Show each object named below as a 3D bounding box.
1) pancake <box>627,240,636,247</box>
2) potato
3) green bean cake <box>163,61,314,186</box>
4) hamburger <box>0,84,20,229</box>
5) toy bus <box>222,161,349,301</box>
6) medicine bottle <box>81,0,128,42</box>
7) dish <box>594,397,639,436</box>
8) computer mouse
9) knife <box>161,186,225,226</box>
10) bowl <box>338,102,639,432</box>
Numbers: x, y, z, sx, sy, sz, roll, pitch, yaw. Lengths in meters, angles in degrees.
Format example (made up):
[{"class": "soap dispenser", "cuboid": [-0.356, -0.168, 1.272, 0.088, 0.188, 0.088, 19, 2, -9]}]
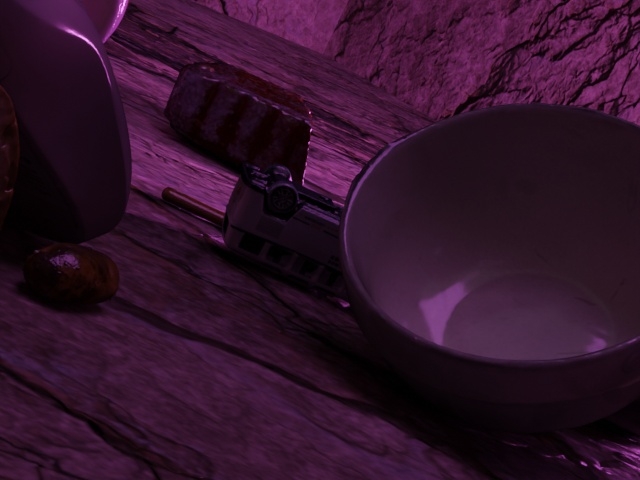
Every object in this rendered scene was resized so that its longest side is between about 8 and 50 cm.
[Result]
[{"class": "pancake", "cuboid": [0.339, 0.032, 1.554, 0.356, 0.065, 0.356, 42, -3, 3]}, {"class": "potato", "cuboid": [-0.171, 0.022, 1.096, 0.051, 0.040, 0.083, 36, 15, 22]}, {"class": "green bean cake", "cuboid": [-0.083, -0.146, 1.982, 0.198, 0.097, 0.232, 26, 10, 4]}, {"class": "hamburger", "cuboid": [-0.276, -0.065, 1.007, 0.135, 0.155, 0.207, 25, 2, -32]}, {"class": "toy bus", "cuboid": [0.000, 0.000, 1.484, 0.194, 0.089, 0.087, 24, 12, -14]}, {"class": "medicine bottle", "cuboid": [-0.338, -0.329, 1.928, 0.219, 0.219, 0.388, 24, 9, -13]}, {"class": "dish", "cuboid": [0.280, 0.117, 1.556, 0.316, 0.106, 0.316, 28, 7, -4]}, {"class": "computer mouse", "cuboid": [-0.226, -0.124, 1.123, 0.184, 0.121, 0.297, 18, -27, 28]}, {"class": "knife", "cuboid": [-0.039, 0.002, 1.573, 0.256, 0.022, 0.046, 25, 6, -6]}, {"class": "bowl", "cuboid": [0.174, 0.039, 1.316, 0.307, 0.163, 0.307, -6, 42, 5]}]
